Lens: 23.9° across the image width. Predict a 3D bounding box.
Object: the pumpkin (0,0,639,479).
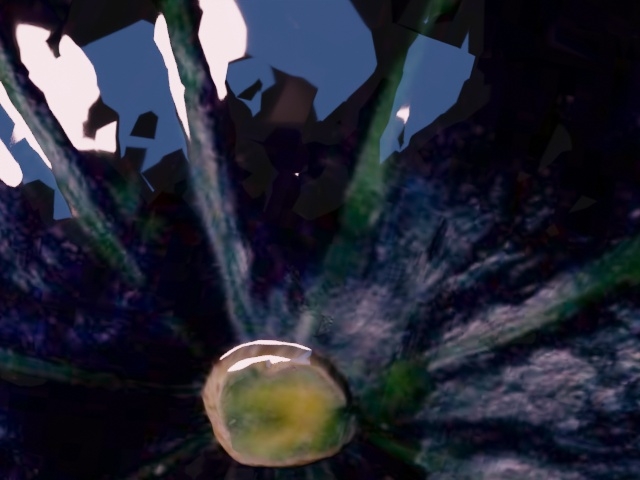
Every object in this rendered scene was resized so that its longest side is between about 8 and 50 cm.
[{"bbox_3d":[0.000,0.000,0.522,0.363,0.266,0.363,0,114,0],"label":"pumpkin"}]
